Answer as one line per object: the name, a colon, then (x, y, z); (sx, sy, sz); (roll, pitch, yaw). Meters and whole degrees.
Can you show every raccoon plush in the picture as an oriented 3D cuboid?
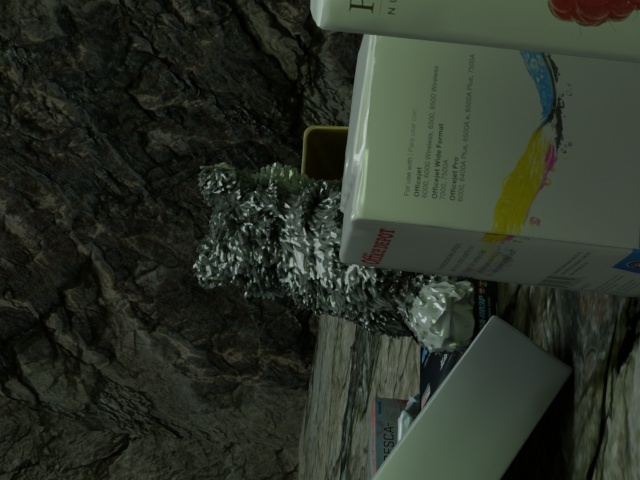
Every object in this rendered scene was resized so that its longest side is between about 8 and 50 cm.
raccoon plush: (0.000, 0.000, 1.504); (0.446, 0.299, 0.216); (170, 107, -85)

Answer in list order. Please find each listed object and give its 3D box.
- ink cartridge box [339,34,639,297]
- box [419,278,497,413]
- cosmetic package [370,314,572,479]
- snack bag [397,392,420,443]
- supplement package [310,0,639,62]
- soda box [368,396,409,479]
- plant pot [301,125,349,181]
ink cartridge box: (0.136, -0.065, 0.917); (0.171, 0.232, 0.168); (106, 171, -79)
box: (0.162, 0.098, 1.573); (0.220, 0.051, 0.175); (104, 171, -59)
cosmetic package: (0.063, 0.278, 1.211); (0.377, 0.097, 0.284); (-51, -8, -24)
snack bag: (0.087, 0.366, 1.667); (0.323, 0.037, 0.342); (25, -107, -82)
supplement package: (0.147, -0.185, 0.635); (0.175, 0.293, 0.177); (-97, 13, -70)
soda box: (0.104, 0.325, 1.968); (0.063, 0.058, 0.183); (101, 173, -48)
plant pot: (0.087, -0.024, 1.804); (0.187, 0.212, 0.212); (66, -153, -74)
